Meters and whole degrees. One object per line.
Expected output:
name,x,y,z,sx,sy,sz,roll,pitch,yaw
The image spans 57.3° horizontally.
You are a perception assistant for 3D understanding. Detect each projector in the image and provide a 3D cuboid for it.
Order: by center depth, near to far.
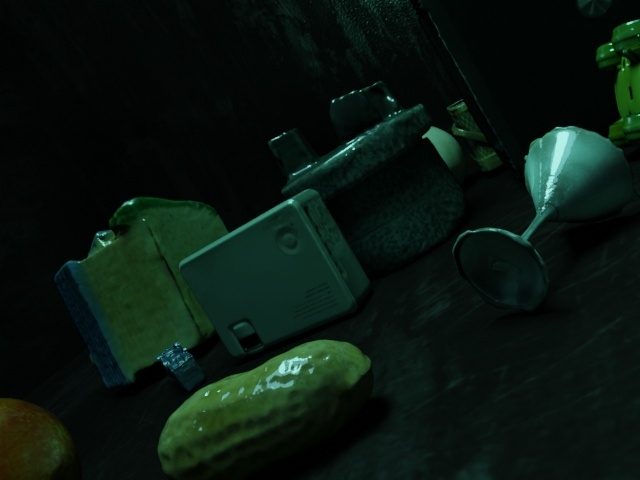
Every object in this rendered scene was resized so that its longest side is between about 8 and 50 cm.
projector,0.386,-0.357,0.911,0.405,0.395,0.242,-31,10,15
projector,-0.070,0.057,0.915,0.257,0.192,0.099,-27,5,30

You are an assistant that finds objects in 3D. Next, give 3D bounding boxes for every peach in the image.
peach,-0.394,0.295,0.671,0.231,0.231,0.231,-32,8,5

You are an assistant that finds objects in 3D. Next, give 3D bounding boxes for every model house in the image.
model house,-0.394,0.113,1.361,0.343,0.334,0.382,-28,-1,16

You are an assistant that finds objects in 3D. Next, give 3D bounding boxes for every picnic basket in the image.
picnic basket,0.389,-0.255,1.150,0.267,0.139,0.165,-27,9,13

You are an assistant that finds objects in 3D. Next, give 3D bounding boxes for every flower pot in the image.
flower pot,0.073,-0.107,1.015,0.299,0.282,0.299,-32,9,6

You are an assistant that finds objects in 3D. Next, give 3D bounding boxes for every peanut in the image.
peanut,-0.052,0.161,0.551,0.226,0.095,0.108,-29,6,13

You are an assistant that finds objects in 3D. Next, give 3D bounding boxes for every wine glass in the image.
wine glass,0.218,-0.021,0.573,0.183,0.122,0.122,-42,12,-35

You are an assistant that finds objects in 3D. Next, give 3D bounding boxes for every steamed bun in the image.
steamed bun,0.184,-0.166,1.220,0.232,0.145,0.232,-10,7,1

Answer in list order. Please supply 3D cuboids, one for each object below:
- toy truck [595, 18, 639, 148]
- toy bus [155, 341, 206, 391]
toy truck,0.438,-0.192,0.695,0.211,0.148,0.187,-12,5,0
toy bus,-0.248,0.222,1.035,0.047,0.065,0.166,-36,11,-21
